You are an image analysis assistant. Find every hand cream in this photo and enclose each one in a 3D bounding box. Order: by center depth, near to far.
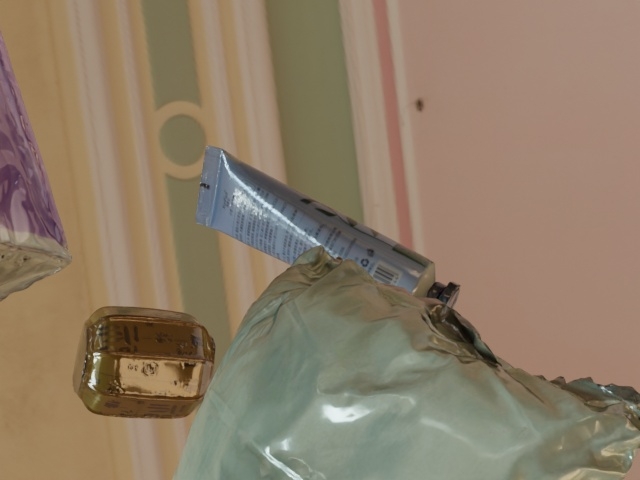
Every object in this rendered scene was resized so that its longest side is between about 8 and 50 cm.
[{"bbox_3d":[0.000,0.000,0.811,0.058,0.271,0.091,-42,-28,-49],"label":"hand cream"}]

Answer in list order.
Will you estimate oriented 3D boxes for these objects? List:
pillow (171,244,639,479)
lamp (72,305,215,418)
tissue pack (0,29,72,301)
[{"bbox_3d":[0.011,0.172,0.491,0.138,0.283,0.310,29,-95,-36],"label":"pillow"},{"bbox_3d":[-0.254,0.176,1.258,0.185,0.161,0.161,10,-96,-21],"label":"lamp"},{"bbox_3d":[-0.326,-0.092,0.528,0.338,0.242,0.160,67,-170,14],"label":"tissue pack"}]
